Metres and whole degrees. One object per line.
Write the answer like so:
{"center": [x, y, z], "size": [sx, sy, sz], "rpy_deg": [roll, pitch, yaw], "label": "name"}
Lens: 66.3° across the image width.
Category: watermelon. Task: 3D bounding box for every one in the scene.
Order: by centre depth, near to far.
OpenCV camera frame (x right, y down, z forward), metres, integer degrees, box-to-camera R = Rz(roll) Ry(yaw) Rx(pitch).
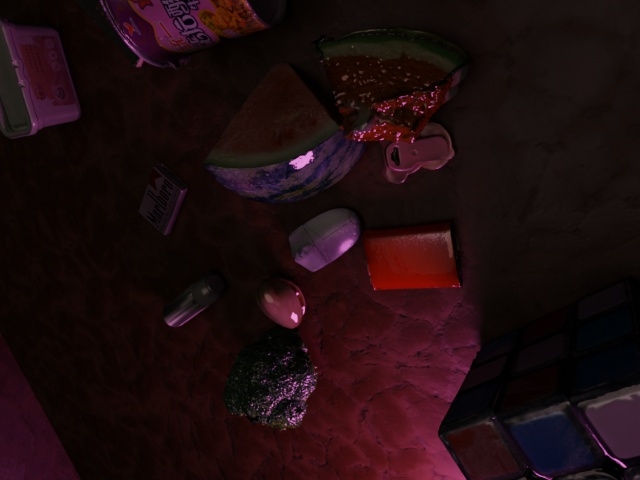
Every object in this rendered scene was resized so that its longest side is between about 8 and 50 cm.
{"center": [-0.079, -0.214, 1.007], "size": [0.283, 0.250, 0.293], "rpy_deg": [-23, 100, 30], "label": "watermelon"}

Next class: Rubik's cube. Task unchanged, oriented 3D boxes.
{"center": [0.467, 0.326, 0.825], "size": [0.358, 0.363, 0.362], "rpy_deg": [-33, 86, 32], "label": "Rubik's cube"}

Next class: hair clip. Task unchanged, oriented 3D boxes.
{"center": [0.189, -0.183, 0.989], "size": [0.138, 0.102, 0.123], "rpy_deg": [-15, 105, 1], "label": "hair clip"}

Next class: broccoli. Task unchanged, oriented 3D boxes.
{"center": [-0.111, 0.365, 1.290], "size": [0.254, 0.269, 0.269], "rpy_deg": [15, 116, 30], "label": "broccoli"}

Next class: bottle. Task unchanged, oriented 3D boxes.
{"center": [-0.375, 0.172, 1.444], "size": [0.253, 0.079, 0.096], "rpy_deg": [-34, 51, 37], "label": "bottle"}

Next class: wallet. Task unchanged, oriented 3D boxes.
{"center": [0.198, 0.037, 1.061], "size": [0.204, 0.045, 0.142], "rpy_deg": [-6, 104, 32], "label": "wallet"}

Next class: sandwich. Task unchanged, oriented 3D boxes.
{"center": [0.127, -0.281, 0.894], "size": [0.292, 0.109, 0.212], "rpy_deg": [-3, 72, 19], "label": "sandwich"}

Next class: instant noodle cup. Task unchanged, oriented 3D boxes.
{"center": [-0.227, -0.523, 0.949], "size": [0.265, 0.340, 0.340], "rpy_deg": [0, 109, 19], "label": "instant noodle cup"}

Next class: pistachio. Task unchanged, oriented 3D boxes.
{"center": [-0.100, 0.155, 1.249], "size": [0.113, 0.113, 0.149], "rpy_deg": [-30, 94, 36], "label": "pistachio"}

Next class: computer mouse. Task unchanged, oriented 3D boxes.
{"center": [-0.002, 0.001, 1.152], "size": [0.229, 0.068, 0.113], "rpy_deg": [-34, 88, 36], "label": "computer mouse"}

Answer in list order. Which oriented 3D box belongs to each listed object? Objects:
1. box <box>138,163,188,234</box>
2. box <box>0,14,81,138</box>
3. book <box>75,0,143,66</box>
{"center": [-0.449, -0.115, 1.395], "size": [0.115, 0.036, 0.177], "rpy_deg": [41, 125, 11], "label": "box"}
{"center": [-0.823, -0.464, 1.391], "size": [0.175, 0.182, 0.312], "rpy_deg": [0, 109, 30], "label": "box"}
{"center": [-0.520, -0.660, 1.220], "size": [0.371, 0.043, 0.260], "rpy_deg": [49, 123, 4], "label": "book"}
